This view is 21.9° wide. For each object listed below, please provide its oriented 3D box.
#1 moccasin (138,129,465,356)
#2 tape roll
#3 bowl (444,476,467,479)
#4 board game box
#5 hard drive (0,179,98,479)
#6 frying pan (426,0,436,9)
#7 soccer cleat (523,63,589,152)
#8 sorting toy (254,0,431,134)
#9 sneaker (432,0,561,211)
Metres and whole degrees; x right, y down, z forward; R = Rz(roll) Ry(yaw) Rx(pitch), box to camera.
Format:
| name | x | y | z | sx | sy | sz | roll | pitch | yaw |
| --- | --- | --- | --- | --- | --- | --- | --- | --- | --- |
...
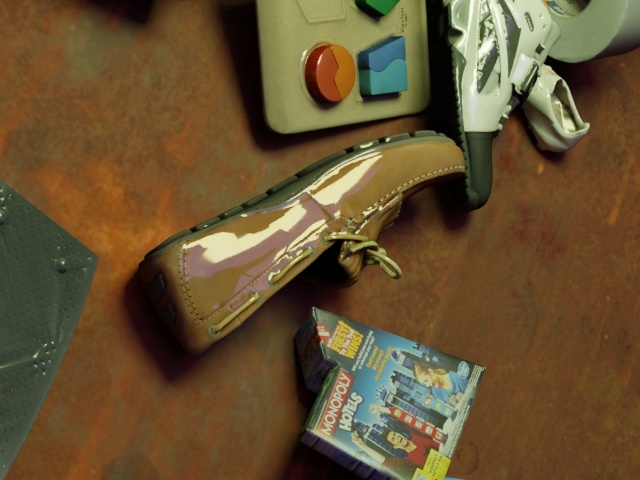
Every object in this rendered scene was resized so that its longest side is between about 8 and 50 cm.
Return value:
| name | x | y | z | sx | sy | sz | roll | pitch | yaw |
| --- | --- | --- | --- | --- | --- | --- | --- | --- | --- |
| moccasin | 0.001 | -0.001 | 1.700 | 0.380 | 0.139 | 0.147 | -29 | 89 | -33 |
| tape roll | 0.309 | -0.321 | 1.933 | 0.072 | 0.219 | 0.219 | -14 | 80 | -33 |
| bowl | 0.120 | 0.425 | 1.656 | 0.391 | 0.077 | 0.391 | 9 | 69 | -26 |
| board game box | 0.049 | 0.162 | 1.680 | 0.194 | 0.060 | 0.194 | 29 | 45 | -1 |
| hard drive | -0.315 | 0.081 | 1.520 | 0.172 | 0.054 | 0.255 | 41 | 55 | -34 |
| frying pan | 0.080 | -0.314 | 1.898 | 0.197 | 0.053 | 0.326 | 39 | 86 | -36 |
| soccer cleat | 0.244 | -0.192 | 1.938 | 0.068 | 0.076 | 0.196 | -39 | 94 | -33 |
| sorting toy | 0.028 | -0.279 | 1.789 | 0.229 | 0.041 | 0.307 | -12 | 102 | -39 |
| sneaker | 0.202 | -0.197 | 1.848 | 0.146 | 0.122 | 0.331 | 1 | 88 | -10 |
